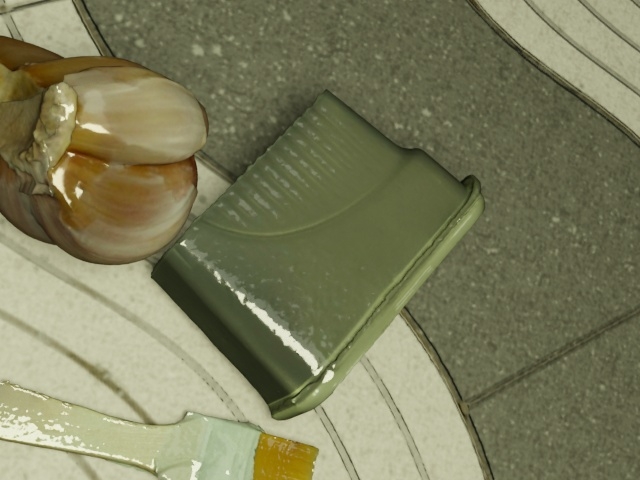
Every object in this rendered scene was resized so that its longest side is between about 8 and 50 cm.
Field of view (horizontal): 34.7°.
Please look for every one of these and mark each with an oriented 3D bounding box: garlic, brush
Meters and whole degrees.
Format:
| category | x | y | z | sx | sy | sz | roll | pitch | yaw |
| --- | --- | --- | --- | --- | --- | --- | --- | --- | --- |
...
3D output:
| category | x | y | z | sx | sy | sz | roll | pitch | yaw |
| --- | --- | --- | --- | --- | --- | --- | --- | --- | --- |
| garlic | -0.198 | -0.072 | 0.819 | 0.191 | 0.214 | 0.160 | 4 | 99 | -54 |
| brush | -0.161 | 0.165 | 0.841 | 0.336 | 0.020 | 0.085 | 19 | 69 | -18 |

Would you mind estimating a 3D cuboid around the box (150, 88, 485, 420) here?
| category | x | y | z | sx | sy | sz | roll | pitch | yaw |
| --- | --- | --- | --- | --- | --- | --- | --- | --- | --- |
| box | 0.000 | 0.000 | 0.900 | 0.178 | 0.138 | 0.274 | 43 | 62 | -3 |
